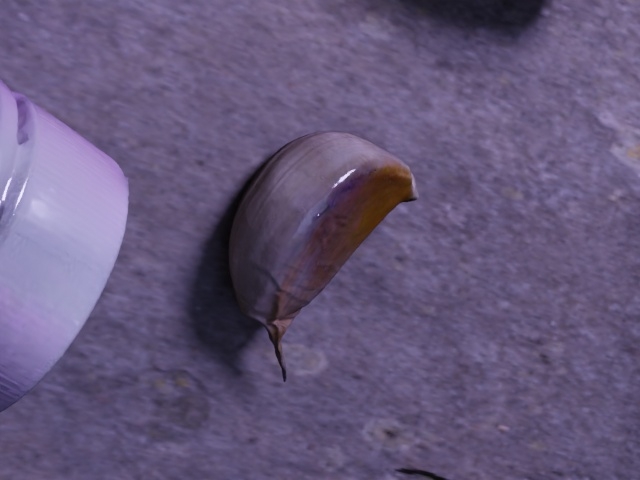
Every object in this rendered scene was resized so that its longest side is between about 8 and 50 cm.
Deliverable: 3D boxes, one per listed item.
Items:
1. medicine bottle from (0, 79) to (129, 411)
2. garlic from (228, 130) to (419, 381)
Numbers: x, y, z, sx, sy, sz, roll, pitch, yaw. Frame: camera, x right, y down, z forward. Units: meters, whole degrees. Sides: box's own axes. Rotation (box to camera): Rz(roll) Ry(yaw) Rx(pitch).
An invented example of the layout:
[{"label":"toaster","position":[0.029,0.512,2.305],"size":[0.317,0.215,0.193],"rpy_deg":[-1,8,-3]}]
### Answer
[{"label":"medicine bottle","position":[-0.310,-0.045,1.178],"size":[0.325,0.256,0.256],"rpy_deg":[36,85,-30]},{"label":"garlic","position":[-0.010,0.004,1.450],"size":[0.128,0.090,0.198],"rpy_deg":[37,80,-42]}]
